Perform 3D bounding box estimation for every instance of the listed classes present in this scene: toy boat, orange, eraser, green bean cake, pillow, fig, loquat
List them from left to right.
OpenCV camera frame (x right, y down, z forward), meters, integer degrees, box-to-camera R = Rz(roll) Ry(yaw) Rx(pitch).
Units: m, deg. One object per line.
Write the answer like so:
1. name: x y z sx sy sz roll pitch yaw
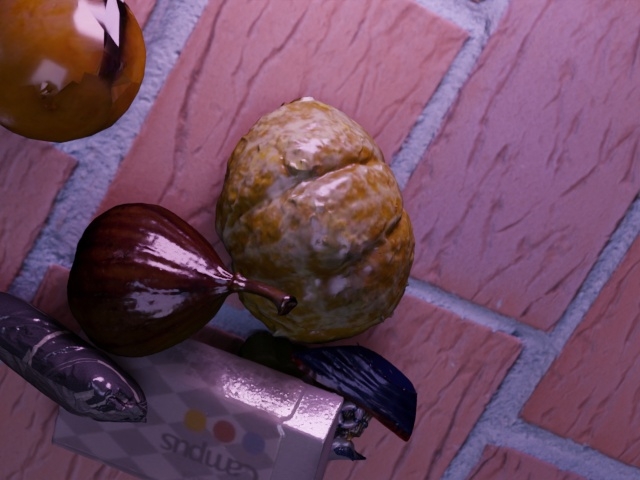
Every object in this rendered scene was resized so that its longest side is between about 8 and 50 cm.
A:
1. pillow: -0.381 0.155 1.828 0.092 0.335 0.161 -53 156 -13
2. loquat: -0.336 -0.235 1.667 0.235 0.235 0.235 -5 116 -11
3. fig: -0.179 0.061 1.815 0.321 0.217 0.217 3 118 18
4. eraser: -0.181 0.262 1.917 0.397 0.082 0.213 20 111 11
5. green bean cake: -0.068 0.265 2.028 0.200 0.113 0.214 22 107 -22
6. toy boat: -0.015 0.260 1.952 0.318 0.072 0.219 -23 114 9
7. orange: 0.000 0.000 1.871 0.271 0.210 0.368 -21 120 -6
